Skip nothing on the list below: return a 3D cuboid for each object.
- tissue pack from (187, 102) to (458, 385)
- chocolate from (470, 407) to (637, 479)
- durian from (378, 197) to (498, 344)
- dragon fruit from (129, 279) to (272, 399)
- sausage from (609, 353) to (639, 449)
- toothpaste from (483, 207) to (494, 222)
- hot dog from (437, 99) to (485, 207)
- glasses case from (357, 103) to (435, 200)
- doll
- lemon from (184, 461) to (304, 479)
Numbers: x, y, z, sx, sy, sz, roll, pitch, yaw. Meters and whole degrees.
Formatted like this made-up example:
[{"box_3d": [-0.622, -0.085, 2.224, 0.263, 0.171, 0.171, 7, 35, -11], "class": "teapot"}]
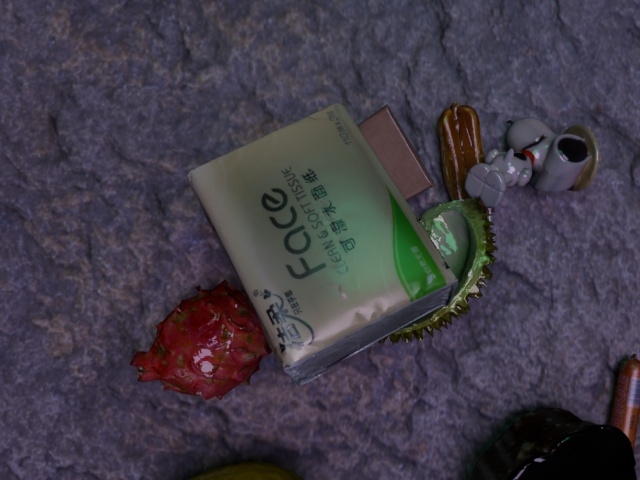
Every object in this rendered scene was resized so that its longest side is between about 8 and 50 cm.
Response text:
[{"box_3d": [0.000, 0.000, 1.038, 0.332, 0.205, 0.405, -27, 69, -8], "class": "tissue pack"}, {"box_3d": [0.435, 0.473, 1.138, 0.340, 0.210, 0.225, -45, 97, 1], "class": "chocolate"}, {"box_3d": [0.204, 0.078, 1.150, 0.394, 0.163, 0.198, -37, 93, 6], "class": "durian"}, {"box_3d": [-0.221, 0.204, 1.095, 0.268, 0.210, 0.205, -23, 52, -7], "class": "dragon fruit"}, {"box_3d": [0.645, 0.414, 1.231, 0.053, 0.053, 0.347, 9, 89, -4], "class": "sausage"}, {"box_3d": [0.355, -0.107, 1.228, 0.037, 0.021, 0.140, -5, 87, -6], "class": "toothpaste"}, {"box_3d": [0.297, -0.176, 1.200, 0.092, 0.062, 0.235, -6, 95, 10], "class": "hot dog"}, {"box_3d": [0.149, -0.173, 1.197, 0.102, 0.070, 0.193, -30, 94, 24], "class": "glasses case"}, {"box_3d": [0.428, -0.139, 1.147, 0.208, 0.144, 0.271, 28, 50, 19], "class": "doll"}, {"box_3d": [-0.136, 0.562, 1.024, 0.364, 0.364, 0.364, 0, 90, -5], "class": "lemon"}]
